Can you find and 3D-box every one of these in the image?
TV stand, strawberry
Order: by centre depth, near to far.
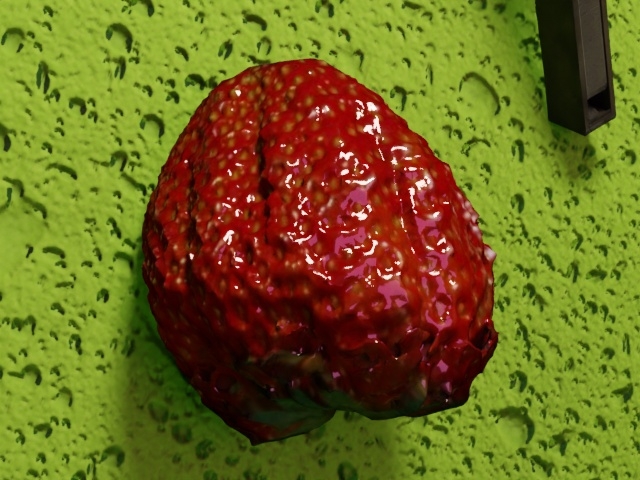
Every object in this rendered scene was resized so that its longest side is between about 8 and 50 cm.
[{"bbox_3d":[0.000,0.000,1.330,0.250,0.238,0.288,-1,78,-33],"label":"strawberry"},{"bbox_3d":[0.211,-0.213,1.502,0.040,0.049,0.256,-30,126,-27],"label":"TV stand"}]
